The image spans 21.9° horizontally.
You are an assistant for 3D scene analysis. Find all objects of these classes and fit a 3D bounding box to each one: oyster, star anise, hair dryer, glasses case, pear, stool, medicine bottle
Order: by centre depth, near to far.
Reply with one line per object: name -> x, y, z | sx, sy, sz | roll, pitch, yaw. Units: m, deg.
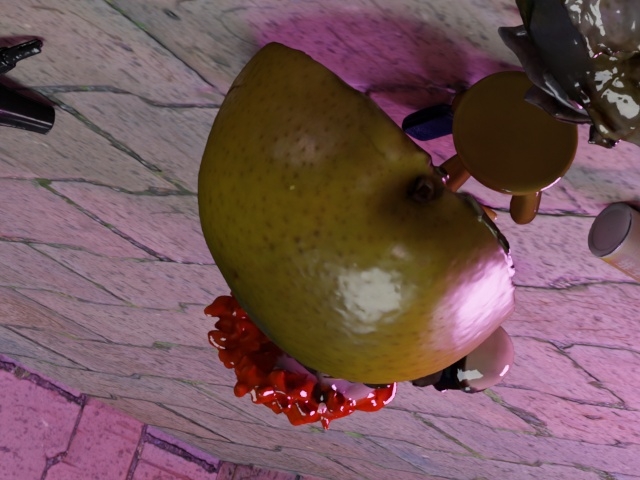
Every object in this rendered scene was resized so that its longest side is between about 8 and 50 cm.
oyster -> 0.200, -0.177, 1.054 | 0.198, 0.133, 0.337 | 38, 163, 36
star anise -> 0.253, -0.116, 1.300 | 0.231, 0.089, 0.209 | 15, 177, 30
stool -> 0.163, -0.084, 1.468 | 0.135, 0.134, 0.110 | 62, 168, 8
pear -> 0.000, 0.000, 1.534 | 0.340, 0.191, 0.386 | 49, 170, -5
glasses case -> 0.110, -0.115, 1.569 | 0.033, 0.023, 0.083 | 30, 158, -24
medicine bottle -> 0.374, 0.033, 1.713 | 0.218, 0.074, 0.074 | 28, 161, -28
hair dryer -> -0.343, -0.175, 1.795 | 0.195, 0.075, 0.219 | 16, 160, -34

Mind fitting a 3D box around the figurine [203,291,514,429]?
figurine -> 0.045, 0.114, 1.997 | 0.306, 0.241, 0.411 | -2, 178, -37

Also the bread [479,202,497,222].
bread -> 0.087, -0.023, 1.852 | 0.088, 0.049, 0.226 | 29, 160, -35
